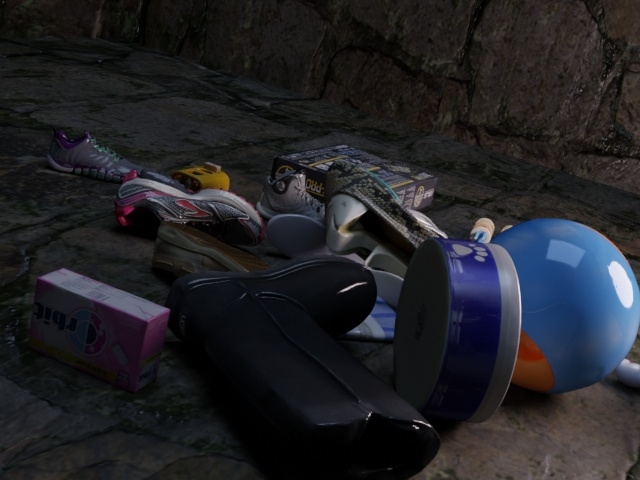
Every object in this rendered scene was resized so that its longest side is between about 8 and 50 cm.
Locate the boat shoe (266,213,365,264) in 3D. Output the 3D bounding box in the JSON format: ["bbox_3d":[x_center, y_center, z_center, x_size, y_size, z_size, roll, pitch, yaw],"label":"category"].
[{"bbox_3d":[0.000,0.000,2.004,0.258,0.095,0.084,18,10,-23],"label":"boat shoe"}]

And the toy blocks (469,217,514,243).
[{"bbox_3d":[0.436,-0.006,2.408,0.123,0.054,0.148,17,17,10],"label":"toy blocks"}]

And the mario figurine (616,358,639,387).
[{"bbox_3d":[0.628,0.182,1.664,0.198,0.170,0.320,5,-5,2],"label":"mario figurine"}]

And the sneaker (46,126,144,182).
[{"bbox_3d":[-0.502,-0.194,2.186,0.223,0.098,0.083,9,18,-16],"label":"sneaker"}]

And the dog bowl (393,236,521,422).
[{"bbox_3d":[0.193,0.129,1.412,0.104,0.265,0.265,8,17,-11],"label":"dog bowl"}]

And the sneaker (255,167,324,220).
[{"bbox_3d":[-0.027,-0.092,2.179,0.228,0.132,0.086,14,17,3],"label":"sneaker"}]

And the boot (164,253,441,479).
[{"bbox_3d":[0.025,0.167,1.350,0.367,0.146,0.445,-8,22,-29],"label":"boot"}]

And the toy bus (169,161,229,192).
[{"bbox_3d":[-0.252,-0.118,2.131,0.190,0.104,0.202,7,19,-23],"label":"toy bus"}]

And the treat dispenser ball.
[{"bbox_3d":[0.378,0.107,1.591,0.288,0.288,0.288,13,17,-4],"label":"treat dispenser ball"}]

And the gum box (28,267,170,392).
[{"bbox_3d":[-0.309,0.119,1.318,0.188,0.107,0.062,19,17,17],"label":"gum box"}]

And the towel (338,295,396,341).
[{"bbox_3d":[0.003,0.116,1.705,0.285,0.034,0.209,7,19,-22],"label":"towel"}]

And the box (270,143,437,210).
[{"bbox_3d":[0.097,-0.160,2.563,0.318,0.097,0.395,19,17,22],"label":"box"}]

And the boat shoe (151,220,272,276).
[{"bbox_3d":[-0.181,0.056,1.649,0.302,0.098,0.109,25,6,37],"label":"boat shoe"}]

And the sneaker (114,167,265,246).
[{"bbox_3d":[-0.257,-0.038,1.897,0.299,0.121,0.112,14,46,-1],"label":"sneaker"}]

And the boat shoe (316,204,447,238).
[{"bbox_3d":[0.138,-0.027,2.138,0.320,0.118,0.103,11,11,-33],"label":"boat shoe"}]

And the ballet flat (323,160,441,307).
[{"bbox_3d":[0.127,0.014,1.831,0.182,0.164,0.483,-26,55,-35],"label":"ballet flat"}]
